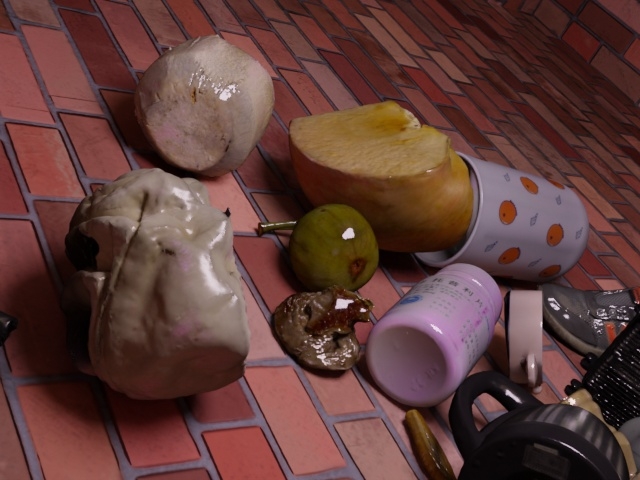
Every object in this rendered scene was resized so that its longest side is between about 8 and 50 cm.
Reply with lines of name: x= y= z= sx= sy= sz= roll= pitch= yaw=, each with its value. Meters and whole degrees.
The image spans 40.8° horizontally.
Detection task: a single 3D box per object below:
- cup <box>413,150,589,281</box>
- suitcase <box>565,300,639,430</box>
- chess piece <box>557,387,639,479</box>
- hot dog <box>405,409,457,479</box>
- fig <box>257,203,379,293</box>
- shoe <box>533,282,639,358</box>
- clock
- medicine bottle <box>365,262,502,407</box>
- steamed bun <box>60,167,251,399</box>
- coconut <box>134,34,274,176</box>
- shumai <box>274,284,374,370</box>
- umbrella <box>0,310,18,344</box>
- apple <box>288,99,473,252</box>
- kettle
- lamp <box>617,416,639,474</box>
cup: x=0.348 y=-0.032 z=1.639 sx=0.317 sy=0.212 sz=0.212 roll=11 pitch=36 yaw=-32
suitcase: x=0.618 y=0.255 z=1.427 sx=0.335 sy=0.230 sz=0.152 roll=39 pitch=32 yaw=15
chess piece: x=0.435 y=0.328 z=1.306 sx=0.090 sy=0.090 sz=0.200 roll=-6 pitch=48 yaw=-45
hot dog: x=0.149 y=0.288 z=1.176 sx=0.044 sy=0.028 sz=0.137 roll=36 pitch=21 yaw=-48
fig: x=0.008 y=0.013 z=1.373 sx=0.142 sy=0.148 sz=0.186 roll=60 pitch=-9 yaw=-22
shoe: x=0.572 y=0.140 z=1.613 sx=0.336 sy=0.171 sz=0.132 roll=25 pitch=32 yaw=-9
clock: x=0.331 y=0.158 z=1.402 sx=0.063 sy=0.156 sz=0.229 roll=1 pitch=30 yaw=15
medicine bottle: x=0.181 y=0.134 z=1.309 sx=0.152 sy=0.152 sz=0.254 roll=37 pitch=32 yaw=11
steamed bun: x=-0.206 y=0.051 z=1.021 sx=0.206 sy=0.275 sz=0.320 roll=-11 pitch=13 yaw=-11
coconut: x=-0.193 y=-0.236 z=1.468 sx=0.227 sy=0.227 sz=0.230 roll=27 pitch=32 yaw=-5
shumai: x=-0.001 y=0.116 z=1.250 sx=0.123 sy=0.105 sz=0.139 roll=-7 pitch=21 yaw=-41
umbrella: x=-0.416 y=0.077 z=0.999 sx=0.133 sy=0.031 sz=0.036 roll=28 pitch=29 yaw=-2
apple: x=0.111 y=-0.107 z=1.477 sx=0.314 sy=0.252 sz=0.309 roll=34 pitch=15 yaw=-37
kettle: x=0.295 y=0.306 z=1.146 sx=0.250 sy=0.207 sz=0.271 roll=7 pitch=11 yaw=27
lamp: x=0.512 y=0.330 z=1.351 sx=0.105 sy=0.105 sz=0.105 roll=22 pitch=32 yaw=-14
